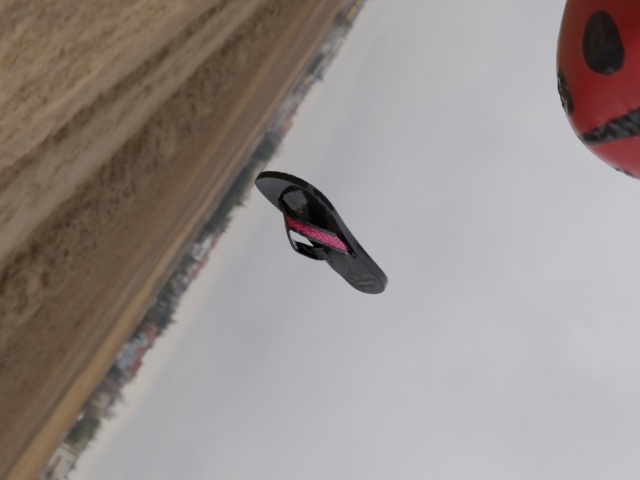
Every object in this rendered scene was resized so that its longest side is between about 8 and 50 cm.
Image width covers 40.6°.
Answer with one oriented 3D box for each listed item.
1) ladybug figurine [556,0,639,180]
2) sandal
[{"bbox_3d":[0.346,-0.158,0.712,0.162,0.305,0.449,-45,-175,-19],"label":"ladybug figurine"},{"bbox_3d":[0.000,0.000,0.865,0.067,0.179,0.040,-13,-145,54],"label":"sandal"}]
